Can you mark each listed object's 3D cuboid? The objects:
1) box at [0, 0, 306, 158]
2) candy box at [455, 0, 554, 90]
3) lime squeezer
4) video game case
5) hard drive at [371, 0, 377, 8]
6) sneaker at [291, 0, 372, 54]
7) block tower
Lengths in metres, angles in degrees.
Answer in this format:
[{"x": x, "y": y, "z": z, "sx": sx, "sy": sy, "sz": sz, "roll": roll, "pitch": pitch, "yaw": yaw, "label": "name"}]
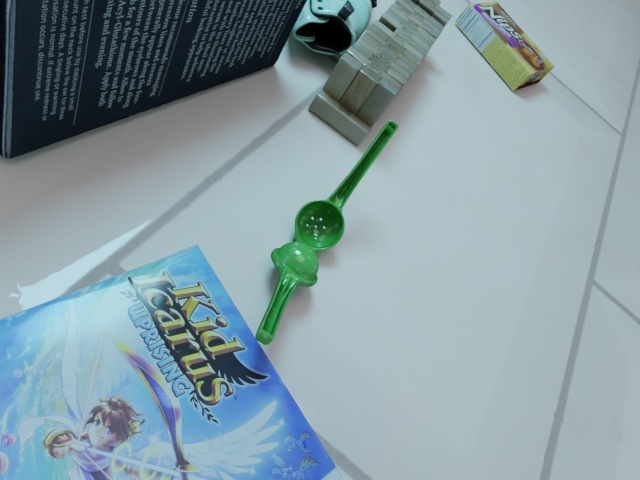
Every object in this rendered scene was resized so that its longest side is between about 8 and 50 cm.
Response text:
[{"x": -0.227, "y": -0.315, "z": 0.576, "sx": 0.293, "sy": 0.212, "sz": 0.395, "roll": 47, "pitch": 47, "yaw": 6, "label": "box"}, {"x": 0.366, "y": -0.389, "z": 1.086, "sx": 0.109, "sy": 0.053, "sz": 0.187, "roll": -25, "pitch": 76, "yaw": -40, "label": "candy box"}, {"x": 0.000, "y": 0.000, "z": 0.571, "sx": 0.059, "sy": 0.110, "sz": 0.310, "roll": 47, "pitch": 50, "yaw": -19, "label": "lime squeezer"}, {"x": -0.135, "y": 0.159, "z": 0.412, "sx": 0.244, "sy": 0.061, "sz": 0.269, "roll": -24, "pitch": 74, "yaw": -40, "label": "video game case"}, {"x": 0.027, "y": -0.575, "z": 0.916, "sx": 0.237, "sy": 0.064, "sz": 0.339, "roll": 53, "pitch": 32, "yaw": -49, "label": "hard drive"}, {"x": -0.044, "y": -0.364, "z": 0.784, "sx": 0.256, "sy": 0.094, "sz": 0.151, "roll": 26, "pitch": 43, "yaw": -11, "label": "sneaker"}, {"x": 0.104, "y": -0.282, "z": 0.830, "sx": 0.091, "sy": 0.097, "sz": 0.335, "roll": 36, "pitch": 49, "yaw": -4, "label": "block tower"}]
